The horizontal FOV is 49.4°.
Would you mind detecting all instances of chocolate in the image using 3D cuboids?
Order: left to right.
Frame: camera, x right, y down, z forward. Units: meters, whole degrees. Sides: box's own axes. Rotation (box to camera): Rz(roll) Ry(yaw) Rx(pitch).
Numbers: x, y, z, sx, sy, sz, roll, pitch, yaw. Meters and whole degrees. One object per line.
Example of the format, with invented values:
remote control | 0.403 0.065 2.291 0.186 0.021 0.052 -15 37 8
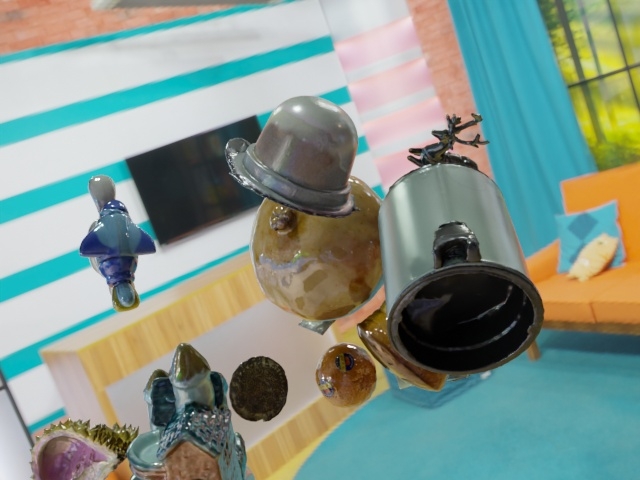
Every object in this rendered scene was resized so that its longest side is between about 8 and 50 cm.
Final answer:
chocolate | -0.024 -0.138 1.020 0.221 0.147 0.221 17 17 -5

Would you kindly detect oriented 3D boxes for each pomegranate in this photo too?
pomegranate | 0.000 0.000 1.831 0.411 0.411 0.411 -20 8 3

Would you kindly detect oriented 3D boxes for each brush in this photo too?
brush | 0.051 0.171 2.078 0.103 0.013 0.272 16 55 42

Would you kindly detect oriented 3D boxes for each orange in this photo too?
orange | 0.068 0.366 1.889 0.177 0.177 0.155 -28 1 -44

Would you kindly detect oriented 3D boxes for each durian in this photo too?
durian | -0.401 0.376 1.183 0.165 0.182 0.132 0 39 -32

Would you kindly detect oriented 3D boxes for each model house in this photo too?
model house | -0.209 0.281 1.028 0.184 0.291 0.253 -2 16 2

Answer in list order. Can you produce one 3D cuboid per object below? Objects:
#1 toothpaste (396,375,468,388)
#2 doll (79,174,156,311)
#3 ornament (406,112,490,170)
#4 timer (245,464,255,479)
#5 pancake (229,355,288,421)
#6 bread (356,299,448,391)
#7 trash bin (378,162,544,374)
toothpaste | 0.330 0.374 2.024 0.071 0.089 0.313 -30 -23 35
doll | -0.571 0.023 1.968 0.187 0.376 0.365 -30 22 -13
ornament | 0.351 -0.223 1.705 0.202 0.080 0.236 19 -27 -15
timer | -0.319 0.651 1.726 0.285 0.285 0.285 -20 8 3
pancake | -0.179 0.435 2.033 0.199 0.199 0.021 -26 1 -33
bread | 0.212 0.266 1.720 0.142 0.270 0.195 -49 20 0
trash bin | 0.203 0.039 1.069 0.217 0.277 0.262 -7 37 6
